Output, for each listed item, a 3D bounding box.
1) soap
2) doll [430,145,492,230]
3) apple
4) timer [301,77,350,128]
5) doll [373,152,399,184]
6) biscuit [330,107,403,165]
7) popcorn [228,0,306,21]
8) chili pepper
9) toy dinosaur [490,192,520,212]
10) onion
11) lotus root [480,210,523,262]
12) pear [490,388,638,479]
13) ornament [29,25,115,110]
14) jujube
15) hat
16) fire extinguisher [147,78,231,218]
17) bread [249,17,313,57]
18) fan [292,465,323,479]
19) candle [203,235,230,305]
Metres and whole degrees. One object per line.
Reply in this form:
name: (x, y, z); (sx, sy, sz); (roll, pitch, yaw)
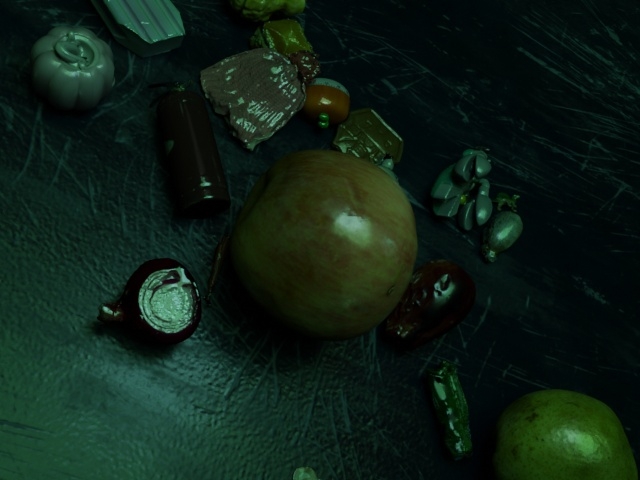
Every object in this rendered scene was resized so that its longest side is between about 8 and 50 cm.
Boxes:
soap: (-0.428, -0.530, 1.708); (0.145, 0.091, 0.230); (-29, 83, -30)
doll: (0.381, -0.162, 1.884); (0.195, 0.153, 0.258); (43, 62, -46)
apple: (0.000, 0.000, 1.500); (0.346, 0.391, 0.391); (24, 59, -12)
timer: (0.010, -0.332, 1.826); (0.136, 0.099, 0.136); (4, 75, -14)
doll: (0.120, -0.124, 1.777); (0.192, 0.095, 0.149); (-20, 87, -34)
biscuit: (0.113, -0.240, 1.866); (0.182, 0.034, 0.215); (45, 57, -1)
popcorn: (-0.124, -0.638, 1.846); (0.203, 0.200, 0.226); (31, 15, -1)
chili pepper: (0.292, 0.378, 1.657); (0.098, 0.061, 0.224); (5, 62, -39)
toy dinosaur: (0.495, -0.109, 2.001); (0.120, 0.029, 0.060); (5, 50, -18)
onion: (-0.335, 0.129, 1.440); (0.198, 0.135, 0.173); (-9, 74, -13)
lotus root: (0.467, -0.016, 1.910); (0.088, 0.088, 0.165); (42, 66, -3)
pear: (0.512, 0.468, 1.589); (0.304, 0.304, 0.304); (10, 64, -21)
ornament: (-0.520, -0.365, 1.545); (0.177, 0.177, 0.177); (10, 64, -21)
jujube: (0.249, 0.154, 1.687); (0.168, 0.168, 0.236); (44, 74, -1)
hat: (-0.125, -0.369, 1.765); (0.286, 0.107, 0.236); (-33, 84, -9)
fire extinguisher: (-0.297, -0.217, 1.619); (0.135, 0.114, 0.337); (-20, 72, 14)
bread: (-0.096, -0.491, 1.860); (0.140, 0.069, 0.128); (-25, 81, -36)
fan: (0.012, 0.567, 1.466); (0.227, 0.008, 0.152); (36, 57, -5)
candle: (-0.225, 0.065, 1.575); (0.026, 0.021, 0.167); (17, 62, -7)
